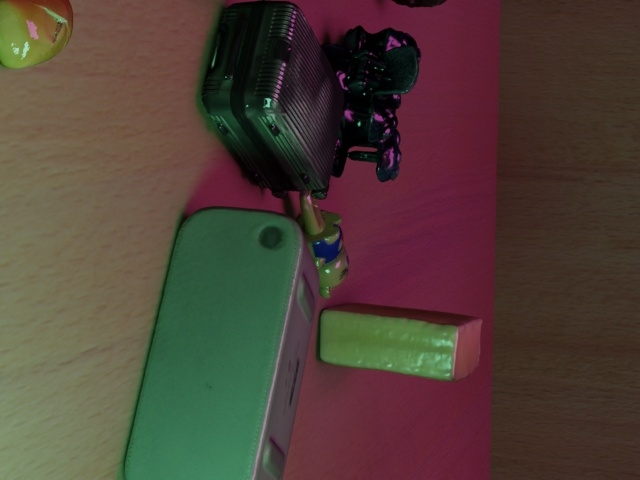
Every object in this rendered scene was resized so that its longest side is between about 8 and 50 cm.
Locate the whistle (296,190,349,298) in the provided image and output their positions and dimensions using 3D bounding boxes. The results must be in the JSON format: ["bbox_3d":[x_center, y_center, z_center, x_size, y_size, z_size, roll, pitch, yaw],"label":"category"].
[{"bbox_3d":[0.000,0.000,1.920,0.105,0.085,0.227,-79,161,-48],"label":"whistle"}]

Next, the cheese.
[{"bbox_3d":[0.157,0.192,2.119,0.242,0.265,0.124,12,84,-70],"label":"cheese"}]

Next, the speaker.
[{"bbox_3d":[-0.117,0.175,1.487,0.184,0.183,0.406,62,36,-65],"label":"speaker"}]

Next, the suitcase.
[{"bbox_3d":[-0.058,-0.206,1.660,0.312,0.128,0.202,56,41,-59],"label":"suitcase"}]

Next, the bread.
[{"bbox_3d":[-0.287,-0.220,1.121,0.115,0.056,0.082,-43,133,-63],"label":"bread"}]

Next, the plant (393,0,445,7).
[{"bbox_3d":[0.201,-0.597,2.255,0.234,0.204,0.178,75,14,-65],"label":"plant"}]

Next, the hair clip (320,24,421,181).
[{"bbox_3d":[0.092,-0.265,2.010,0.206,0.194,0.310,68,29,-63],"label":"hair clip"}]
